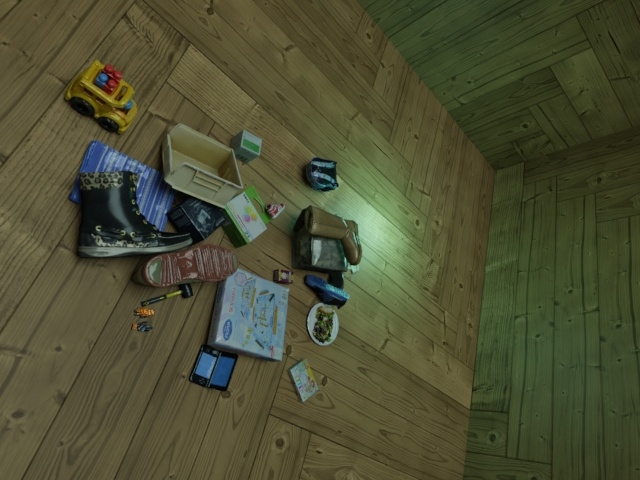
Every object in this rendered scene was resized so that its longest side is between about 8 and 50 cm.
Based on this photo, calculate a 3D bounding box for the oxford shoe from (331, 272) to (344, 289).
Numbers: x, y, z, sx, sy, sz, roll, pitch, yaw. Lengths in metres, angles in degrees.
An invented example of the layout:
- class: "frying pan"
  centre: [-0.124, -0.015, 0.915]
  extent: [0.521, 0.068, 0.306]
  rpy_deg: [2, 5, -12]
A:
- class: "oxford shoe"
  centre: [0.086, 0.155, 2.253]
  extent: [0.076, 0.076, 0.212]
  rpy_deg: [73, 17, -60]

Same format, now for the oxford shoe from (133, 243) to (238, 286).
- class: "oxford shoe"
  centre: [-0.482, 0.093, 1.650]
  extent: [0.397, 0.146, 0.140]
  rpy_deg: [-1, 82, -48]

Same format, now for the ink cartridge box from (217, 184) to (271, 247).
- class: "ink cartridge box"
  centre: [-0.301, -0.118, 1.922]
  extent: [0.255, 0.097, 0.189]
  rpy_deg: [-43, 108, -41]

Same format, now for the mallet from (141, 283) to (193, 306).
- class: "mallet"
  centre: [-0.555, 0.192, 1.639]
  extent: [0.190, 0.039, 0.062]
  rpy_deg: [-8, 84, -41]

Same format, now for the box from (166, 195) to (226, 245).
- class: "box"
  centre: [-0.472, -0.091, 1.736]
  extent: [0.158, 0.093, 0.156]
  rpy_deg: [58, 36, -17]

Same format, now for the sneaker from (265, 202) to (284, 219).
- class: "sneaker"
  centre: [-0.206, -0.152, 2.051]
  extent: [0.067, 0.042, 0.118]
  rpy_deg: [57, 34, -20]

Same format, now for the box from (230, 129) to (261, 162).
- class: "box"
  centre: [-0.327, -0.408, 1.973]
  extent: [0.101, 0.102, 0.087]
  rpy_deg: [22, 62, -37]

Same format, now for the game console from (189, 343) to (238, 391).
- class: "game console"
  centre: [-0.394, 0.470, 1.678]
  extent: [0.124, 0.085, 0.144]
  rpy_deg: [36, 56, -32]

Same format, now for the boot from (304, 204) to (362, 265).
- class: "boot"
  centre: [0.054, -0.017, 2.021]
  extent: [0.269, 0.089, 0.236]
  rpy_deg: [15, 57, -37]

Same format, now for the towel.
- class: "towel"
  centre: [-0.684, -0.183, 1.613]
  extent: [0.336, 0.040, 0.243]
  rpy_deg: [27, 62, -36]

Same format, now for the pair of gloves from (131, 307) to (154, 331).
- class: "pair of gloves"
  centre: [-0.615, 0.275, 1.572]
  extent: [0.074, 0.010, 0.083]
  rpy_deg: [15, 69, -41]

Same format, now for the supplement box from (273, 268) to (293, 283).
- class: "supplement box"
  centre: [-0.165, 0.163, 2.013]
  extent: [0.083, 0.043, 0.055]
  rpy_deg: [16, 67, -41]

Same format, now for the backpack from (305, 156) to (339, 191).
- class: "backpack"
  centre: [-0.005, -0.329, 2.250]
  extent: [0.173, 0.117, 0.158]
  rpy_deg: [6, 75, -43]

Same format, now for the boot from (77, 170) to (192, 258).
- class: "boot"
  centre: [-0.629, -0.091, 1.541]
  extent: [0.377, 0.138, 0.284]
  rpy_deg: [-6, 94, -35]

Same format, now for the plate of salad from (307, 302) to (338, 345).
- class: "plate of salad"
  centre: [0.021, 0.392, 2.126]
  extent: [0.200, 0.048, 0.200]
  rpy_deg: [14, 69, -42]

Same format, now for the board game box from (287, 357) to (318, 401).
- class: "board game box"
  centre: [-0.076, 0.611, 1.986]
  extent: [0.103, 0.026, 0.154]
  rpy_deg: [-27, 98, -44]

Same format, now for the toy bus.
- class: "toy bus"
  centre: [-0.717, -0.502, 1.549]
  extent: [0.220, 0.211, 0.149]
  rpy_deg: [37, 54, -33]

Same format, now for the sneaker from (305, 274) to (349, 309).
- class: "sneaker"
  centre: [0.019, 0.249, 2.142]
  extent: [0.232, 0.090, 0.081]
  rpy_deg: [29, 23, -10]

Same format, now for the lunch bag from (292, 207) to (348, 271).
- class: "lunch bag"
  centre: [0.000, 0.000, 2.131]
  extent: [0.235, 0.169, 0.287]
  rpy_deg: [12, 76, -41]

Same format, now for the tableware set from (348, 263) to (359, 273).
- class: "tableware set"
  centre: [0.151, 0.088, 2.355]
  extent: [0.141, 0.020, 0.168]
  rpy_deg: [4, 76, -43]

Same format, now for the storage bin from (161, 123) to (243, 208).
- class: "storage bin"
  centre: [-0.455, -0.286, 1.721]
  extent: [0.260, 0.123, 0.262]
  rpy_deg: [23, 32, -38]

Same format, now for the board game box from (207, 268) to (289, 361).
- class: "board game box"
  centre: [-0.279, 0.299, 1.827]
  extent: [0.318, 0.066, 0.318]
  rpy_deg: [28, 53, -36]
